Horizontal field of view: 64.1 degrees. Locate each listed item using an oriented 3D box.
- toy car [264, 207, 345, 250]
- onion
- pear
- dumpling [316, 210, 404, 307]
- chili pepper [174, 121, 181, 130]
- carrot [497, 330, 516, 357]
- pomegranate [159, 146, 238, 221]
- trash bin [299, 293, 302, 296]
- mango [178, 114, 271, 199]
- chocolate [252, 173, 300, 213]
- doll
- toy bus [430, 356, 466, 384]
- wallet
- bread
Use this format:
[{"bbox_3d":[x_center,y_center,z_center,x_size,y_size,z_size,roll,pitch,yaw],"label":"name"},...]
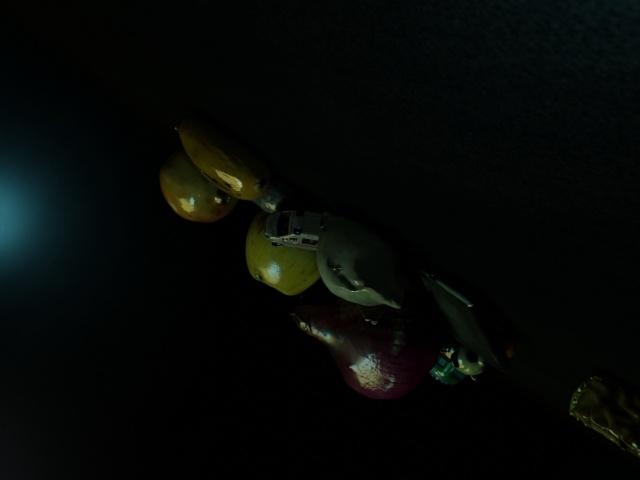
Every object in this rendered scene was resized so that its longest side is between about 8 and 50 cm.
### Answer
[{"bbox_3d":[-0.038,-0.028,1.274,0.209,0.090,0.108,9,165,-1],"label":"toy car"},{"bbox_3d":[0.107,0.220,1.307,0.384,0.348,0.348,9,180,-9],"label":"onion"},{"bbox_3d":[-0.091,0.015,1.488,0.280,0.281,0.281,35,176,3],"label":"pear"},{"bbox_3d":[0.104,0.037,1.119,0.226,0.244,0.175,19,151,-33],"label":"dumpling"},{"bbox_3d":[-0.403,-0.339,1.606,0.117,0.035,0.055,26,-171,-5],"label":"chili pepper"},{"bbox_3d":[0.463,0.269,1.305,0.066,0.062,0.271,-1,166,19],"label":"carrot"},{"bbox_3d":[-0.377,-0.184,1.637,0.264,0.264,0.264,35,176,3],"label":"pomegranate"},{"bbox_3d":[-0.034,0.066,1.722,0.184,0.239,0.161,33,176,7],"label":"trash bin"},{"bbox_3d":[-0.249,-0.204,1.258,0.294,0.120,0.177,34,173,16],"label":"mango"},{"bbox_3d":[-0.164,-0.145,1.373,0.248,0.110,0.110,34,176,17],"label":"chocolate"},{"bbox_3d":[0.365,0.266,1.378,0.234,0.135,0.143,40,177,42],"label":"doll"},{"bbox_3d":[0.368,0.327,1.740,0.343,0.200,0.183,34,177,39],"label":"toy bus"},{"bbox_3d":[0.318,0.170,1.124,0.172,0.045,0.318,34,165,47],"label":"wallet"},{"bbox_3d":[0.567,0.336,0.939,0.181,0.096,0.222,32,176,42],"label":"bread"}]
